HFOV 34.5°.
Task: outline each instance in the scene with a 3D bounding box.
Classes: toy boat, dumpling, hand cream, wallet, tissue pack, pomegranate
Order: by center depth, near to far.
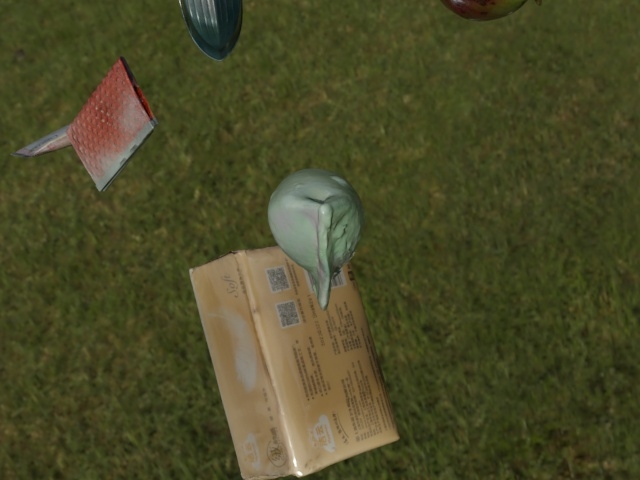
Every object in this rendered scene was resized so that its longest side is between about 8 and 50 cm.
[{"bbox_3d":[-0.095,-0.222,0.873,0.055,0.141,0.060,-10,13,-9],"label":"toy boat"},{"bbox_3d":[0.187,-0.305,1.131,0.129,0.129,0.159,6,13,31],"label":"pomegranate"},{"bbox_3d":[0.007,-0.010,1.152,0.105,0.149,0.216,-33,6,2],"label":"dumpling"},{"bbox_3d":[-0.273,-0.147,1.342,0.020,0.103,0.196,-26,-7,-38],"label":"wallet"},{"bbox_3d":[-0.061,0.169,1.451,0.238,0.305,0.238,-15,-7,-2],"label":"tissue pack"},{"bbox_3d":[-0.410,-0.179,1.719,0.210,0.043,0.067,-28,27,-32],"label":"hand cream"}]
